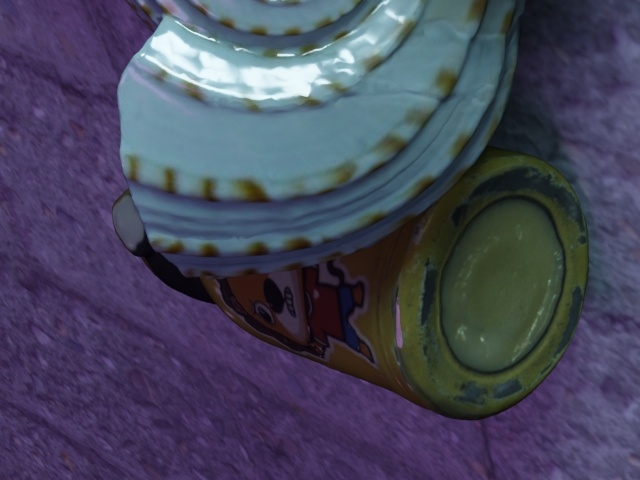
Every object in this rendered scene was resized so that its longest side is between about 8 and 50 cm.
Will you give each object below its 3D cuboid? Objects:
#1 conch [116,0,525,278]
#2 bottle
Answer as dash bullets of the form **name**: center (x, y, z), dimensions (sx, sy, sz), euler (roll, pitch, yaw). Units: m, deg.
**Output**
- **conch**: center (0.010, -0.127, 0.933), dimensions (0.215, 0.319, 0.303), euler (3, 93, 21)
- **bottle**: center (0.000, 0.000, 1.174), dimensions (0.351, 0.171, 0.171), euler (15, 137, 47)
